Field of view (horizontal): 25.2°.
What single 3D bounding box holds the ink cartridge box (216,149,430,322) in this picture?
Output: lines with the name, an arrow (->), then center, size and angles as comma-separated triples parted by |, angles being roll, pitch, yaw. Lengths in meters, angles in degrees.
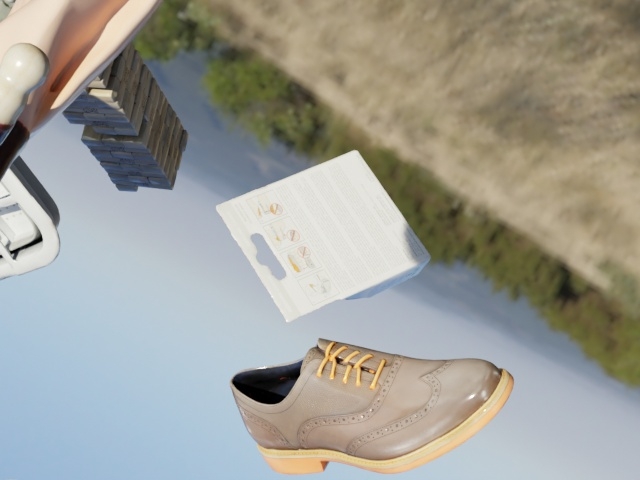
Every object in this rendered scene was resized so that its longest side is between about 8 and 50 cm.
ink cartridge box -> 0.000, 0.000, 1.800 | 0.181, 0.224, 0.056 | 57, 151, 17

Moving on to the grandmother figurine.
grandmother figurine -> -0.211, -0.074, 0.910 | 0.104, 0.342, 0.208 | 31, 160, -7

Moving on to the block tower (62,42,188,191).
block tower -> -0.262, -0.173, 1.823 | 0.097, 0.091, 0.335 | 6, 157, 14

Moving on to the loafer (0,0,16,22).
loafer -> -0.283, -0.243, 1.370 | 0.319, 0.112, 0.111 | -24, -161, -36

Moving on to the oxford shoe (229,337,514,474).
oxford shoe -> 0.045, 0.177, 1.609 | 0.363, 0.130, 0.133 | -17, 118, 36

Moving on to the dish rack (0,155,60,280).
dish rack -> -0.453, -0.068, 1.568 | 0.332, 0.072, 0.285 | -18, 120, 33
